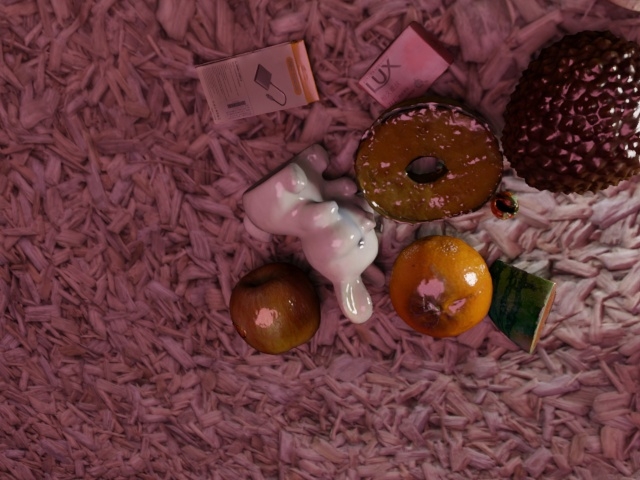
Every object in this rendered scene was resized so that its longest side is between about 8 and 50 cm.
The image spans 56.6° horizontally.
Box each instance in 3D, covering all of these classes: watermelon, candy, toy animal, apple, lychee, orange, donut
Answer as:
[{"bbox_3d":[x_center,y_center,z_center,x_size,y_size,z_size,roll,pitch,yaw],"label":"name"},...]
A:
[{"bbox_3d":[0.403,0.142,1.261,0.146,0.128,0.231,24,126,26],"label":"watermelon"},{"bbox_3d":[0.313,-0.105,1.188,0.185,0.049,0.055,34,85,8],"label":"candy"},{"bbox_3d":[0.004,-0.007,1.254,0.367,0.196,0.241,44,129,-6],"label":"toy animal"},{"bbox_3d":[-0.102,0.156,1.364,0.211,0.211,0.187,-10,114,23],"label":"apple"},{"bbox_3d":[0.420,-0.194,0.971,0.268,0.267,0.267,8,120,14],"label":"lychee"},{"bbox_3d":[0.249,0.101,1.240,0.224,0.170,0.224,10,121,16],"label":"orange"},{"bbox_3d":[0.200,-0.154,1.116,0.272,0.107,0.272,6,125,9],"label":"donut"}]

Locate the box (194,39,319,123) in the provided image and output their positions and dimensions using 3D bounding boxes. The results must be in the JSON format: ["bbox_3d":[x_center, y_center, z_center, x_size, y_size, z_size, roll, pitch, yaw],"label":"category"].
[{"bbox_3d":[-0.127,-0.323,1.214,0.247,0.033,0.129,-6,115,21],"label":"box"}]

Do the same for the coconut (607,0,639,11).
[{"bbox_3d":[0.469,-0.435,0.836,0.224,0.234,0.224,8,116,17],"label":"coconut"}]

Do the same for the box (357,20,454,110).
[{"bbox_3d":[0.158,-0.317,1.108,0.111,0.060,0.156,41,121,-5],"label":"box"}]
